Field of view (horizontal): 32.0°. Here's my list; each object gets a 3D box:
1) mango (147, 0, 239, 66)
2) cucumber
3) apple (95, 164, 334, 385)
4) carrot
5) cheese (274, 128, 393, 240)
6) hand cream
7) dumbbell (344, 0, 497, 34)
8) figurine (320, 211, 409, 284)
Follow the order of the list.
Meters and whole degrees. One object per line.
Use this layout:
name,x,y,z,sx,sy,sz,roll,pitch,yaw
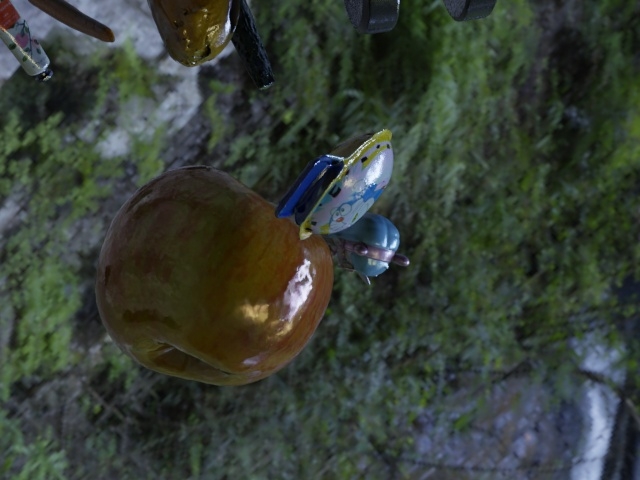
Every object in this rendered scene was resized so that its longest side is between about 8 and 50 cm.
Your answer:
mango,-0.212,-0.403,1.809,0.151,0.156,0.249,-2,79,-22
cucumber,-0.139,-0.393,2.165,0.211,0.062,0.078,61,7,3
apple,-0.140,0.057,1.412,0.301,0.301,0.301,41,20,-18
carrot,-0.372,-0.337,1.673,0.190,0.037,0.037,33,13,22
cheese,0.014,-0.057,1.186,0.064,0.156,0.250,41,17,13
hand cream,-0.592,-0.407,2.154,0.050,0.080,0.234,13,-36,42
dumbbell,0.152,-0.406,1.729,0.152,0.218,0.152,171,-90,-79
figurine,0.008,-0.010,1.784,0.205,0.103,0.260,24,-8,-37
